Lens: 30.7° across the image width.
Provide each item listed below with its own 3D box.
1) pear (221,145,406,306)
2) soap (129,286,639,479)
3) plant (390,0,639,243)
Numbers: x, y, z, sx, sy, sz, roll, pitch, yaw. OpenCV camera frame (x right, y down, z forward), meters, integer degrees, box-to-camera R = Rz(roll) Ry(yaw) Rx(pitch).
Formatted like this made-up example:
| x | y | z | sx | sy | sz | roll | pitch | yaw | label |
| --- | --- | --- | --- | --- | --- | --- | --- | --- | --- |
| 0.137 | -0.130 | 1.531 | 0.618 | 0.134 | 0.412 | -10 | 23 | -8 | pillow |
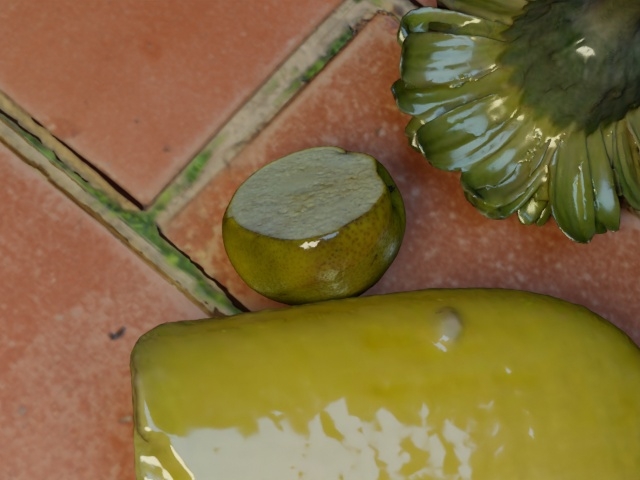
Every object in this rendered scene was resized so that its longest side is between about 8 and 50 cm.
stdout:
| x | y | z | sx | sy | sz | roll | pitch | yaw | label |
| --- | --- | --- | --- | --- | --- | --- | --- | --- | --- |
| 0.000 | 0.000 | 0.887 | 0.141 | 0.104 | 0.141 | -14 | 35 | 10 | pear |
| 0.075 | 0.184 | 0.834 | 0.427 | 0.115 | 0.306 | 1 | 75 | -17 | soap |
| 0.197 | -0.168 | 0.976 | 0.261 | 0.297 | 0.306 | 33 | 77 | 31 | plant |
